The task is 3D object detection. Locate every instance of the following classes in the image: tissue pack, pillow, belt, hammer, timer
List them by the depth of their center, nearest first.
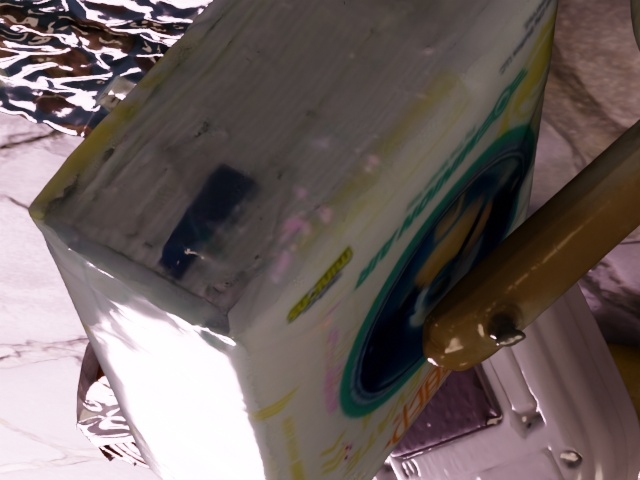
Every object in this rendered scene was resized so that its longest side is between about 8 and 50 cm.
[{"bbox_3d":[0.173,-0.034,0.972,0.305,0.113,0.202,-42,139,4],"label":"hammer"},{"bbox_3d":[0.000,0.000,1.019,0.162,0.287,0.388,34,160,17],"label":"tissue pack"},{"bbox_3d":[-0.153,-0.136,1.070,0.189,0.034,0.255,13,152,-18],"label":"pillow"},{"bbox_3d":[0.113,0.124,1.323,0.087,0.237,0.262,-23,176,-40],"label":"timer"},{"bbox_3d":[-0.119,0.130,1.524,0.184,0.105,0.261,9,155,-3],"label":"belt"}]

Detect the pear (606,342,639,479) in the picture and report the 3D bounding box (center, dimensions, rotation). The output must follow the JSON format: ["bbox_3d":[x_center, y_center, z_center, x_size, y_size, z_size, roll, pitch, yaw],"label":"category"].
[{"bbox_3d":[0.314,0.215,1.479,0.386,0.191,0.340,43,147,-12],"label":"pear"}]
